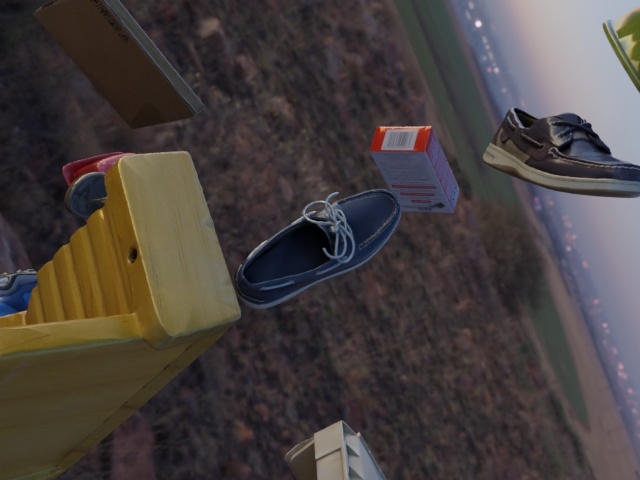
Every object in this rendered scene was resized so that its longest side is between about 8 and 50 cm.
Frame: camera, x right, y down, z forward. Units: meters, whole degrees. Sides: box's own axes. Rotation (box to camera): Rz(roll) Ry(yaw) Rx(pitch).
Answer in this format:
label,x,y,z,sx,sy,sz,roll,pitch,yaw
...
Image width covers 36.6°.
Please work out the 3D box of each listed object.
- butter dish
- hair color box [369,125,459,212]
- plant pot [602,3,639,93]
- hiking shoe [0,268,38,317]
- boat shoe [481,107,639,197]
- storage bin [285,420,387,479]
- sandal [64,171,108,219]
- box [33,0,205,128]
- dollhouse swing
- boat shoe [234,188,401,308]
label,x,y,z,sx,sy,sz,roll,pitch,yaw
butter dish,-0.359,-0.100,1.765,0.160,0.118,0.160,-22,84,-50
hair color box,0.149,-0.109,1.513,0.167,0.093,0.053,57,43,-50
plant pot,0.663,-0.276,1.397,0.366,0.353,0.366,40,29,-28
hiking shoe,-0.438,0.132,1.227,0.132,0.304,0.113,55,-37,26
boat shoe,0.292,-0.112,1.184,0.285,0.102,0.092,-144,-118,-68
storage bin,0.051,0.428,1.340,0.260,0.123,0.262,61,7,-16
sandal,-0.292,-0.053,1.422,0.180,0.049,0.072,20,85,-47
box,-0.257,-0.229,1.226,0.201,0.164,0.021,51,59,-28
dollhouse swing,-0.317,0.081,0.976,0.305,0.347,0.315,15,43,-45
boat shoe,0.000,0.000,1.268,0.095,0.254,0.079,61,-13,14
